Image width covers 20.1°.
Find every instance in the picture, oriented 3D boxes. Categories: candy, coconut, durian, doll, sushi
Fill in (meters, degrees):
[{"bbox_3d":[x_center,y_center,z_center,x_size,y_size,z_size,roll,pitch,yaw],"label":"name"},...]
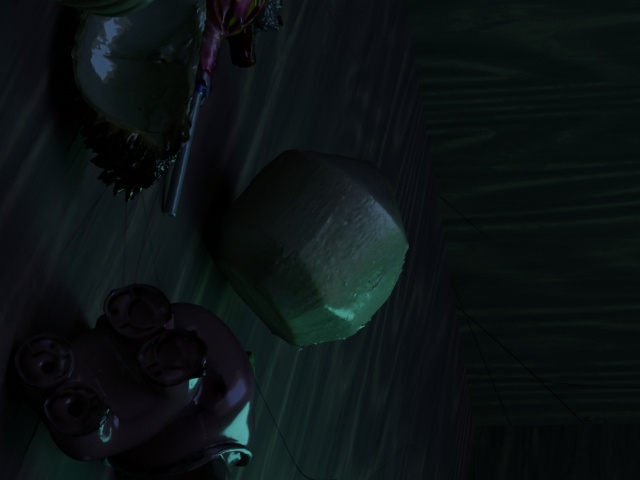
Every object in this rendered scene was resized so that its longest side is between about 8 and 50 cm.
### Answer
[{"bbox_3d":[-0.145,-0.202,2.227,0.124,0.124,0.365,53,45,-67],"label":"candy"},{"bbox_3d":[0.000,0.000,2.379,0.247,0.245,0.245,-44,148,-13],"label":"coconut"},{"bbox_3d":[-0.197,-0.169,1.887,0.144,0.139,0.252,59,31,-54],"label":"durian"},{"bbox_3d":[-0.174,0.174,1.820,0.284,0.216,0.268,52,-19,33],"label":"doll"},{"bbox_3d":[-0.100,-0.343,2.403,0.097,0.103,0.226,-114,-158,-82],"label":"sushi"}]

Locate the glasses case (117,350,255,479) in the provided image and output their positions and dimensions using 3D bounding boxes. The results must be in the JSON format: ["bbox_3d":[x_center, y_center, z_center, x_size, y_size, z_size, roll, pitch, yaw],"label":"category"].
[{"bbox_3d":[-0.151,0.215,2.099,0.272,0.095,0.062,-64,153,-62],"label":"glasses case"}]

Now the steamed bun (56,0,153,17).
[{"bbox_3d":[-0.242,-0.332,1.609,0.276,0.203,0.289,65,6,15],"label":"steamed bun"}]
